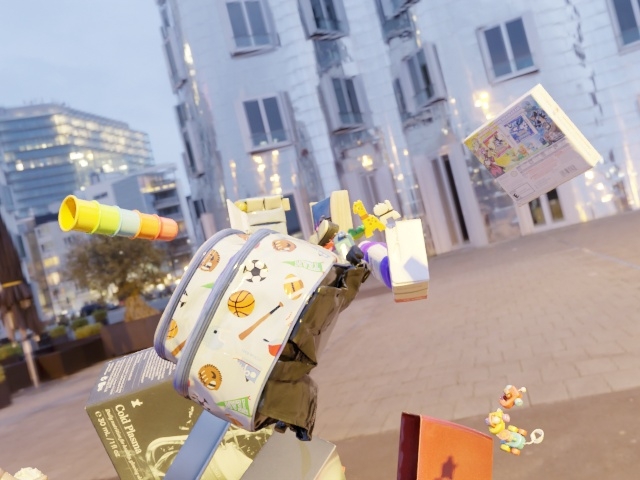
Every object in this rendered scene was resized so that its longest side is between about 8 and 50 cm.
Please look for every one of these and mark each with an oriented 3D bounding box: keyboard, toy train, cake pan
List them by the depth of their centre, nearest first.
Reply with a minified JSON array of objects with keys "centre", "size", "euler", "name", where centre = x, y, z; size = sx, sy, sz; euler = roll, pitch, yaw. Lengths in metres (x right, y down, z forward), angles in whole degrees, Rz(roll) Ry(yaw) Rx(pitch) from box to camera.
[{"centre":[-0.225,0.386,1.189],"size":[0.054,0.293,0.293],"euler":[30,-1,0],"name":"cake pan"},{"centre":[0.439,0.412,1.524],"size":[0.125,0.046,0.166],"euler":[-44,28,16],"name":"toy train"},{"centre":[-0.180,0.003,1.527],"size":[0.014,0.256,0.072],"euler":[-37,-48,18],"name":"keyboard"}]

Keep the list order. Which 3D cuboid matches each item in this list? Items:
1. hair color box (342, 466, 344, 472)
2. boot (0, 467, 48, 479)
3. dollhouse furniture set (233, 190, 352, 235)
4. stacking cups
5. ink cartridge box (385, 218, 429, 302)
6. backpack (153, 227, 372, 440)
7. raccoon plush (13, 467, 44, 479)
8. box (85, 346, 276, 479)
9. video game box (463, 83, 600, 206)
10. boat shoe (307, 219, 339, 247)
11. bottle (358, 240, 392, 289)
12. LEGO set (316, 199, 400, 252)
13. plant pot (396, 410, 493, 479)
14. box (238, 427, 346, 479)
[{"centre":[0.014,0.741,1.916],"size":[0.093,0.053,0.167],"euler":[-56,7,37],"name":"hair color box"},{"centre":[-0.601,0.470,1.268],"size":[0.118,0.087,0.042],"euler":[-40,-1,-42],"name":"boot"},{"centre":[-0.083,0.001,1.863],"size":[0.303,0.286,0.198],"euler":[-7,-5,-20],"name":"dollhouse furniture set"},{"centre":[-0.535,-0.048,1.768],"size":[0.096,0.096,0.316],"euler":[-15,-16,37],"name":"stacking cups"},{"centre":[0.237,0.061,1.804],"size":[0.100,0.172,0.237],"euler":[-8,-17,5],"name":"ink cartridge box"},{"centre":[-0.070,0.100,0.795],"size":[0.213,0.276,0.263],"euler":[20,-5,3],"name":"backpack"},{"centre":[-0.698,0.711,1.713],"size":[0.446,0.216,0.299],"euler":[-53,-4,23],"name":"raccoon plush"},{"centre":[-0.378,0.559,2.015],"size":[0.472,0.480,0.297],"euler":[-19,18,-1],"name":"box"},{"centre":[0.417,-0.184,1.318],"size":[0.048,0.187,0.205],"euler":[-46,6,-34],"name":"video game box"},{"centre":[0.000,0.002,1.566],"size":[0.042,0.049,0.133],"euler":[15,-42,-24],"name":"boat shoe"},{"centre":[0.194,0.066,2.089],"size":[0.092,0.118,0.283],"euler":[-23,20,-11],"name":"bottle"},{"centre":[0.087,-0.048,1.655],"size":[0.227,0.093,0.087],"euler":[-27,9,-2],"name":"LEGO set"},{"centre":[0.376,0.668,1.980],"size":[0.235,0.267,0.267],"euler":[7,-13,-4],"name":"plant pot"},{"centre":[-0.078,0.673,1.632],"size":[0.183,0.294,0.296],"euler":[14,47,31],"name":"box"}]
